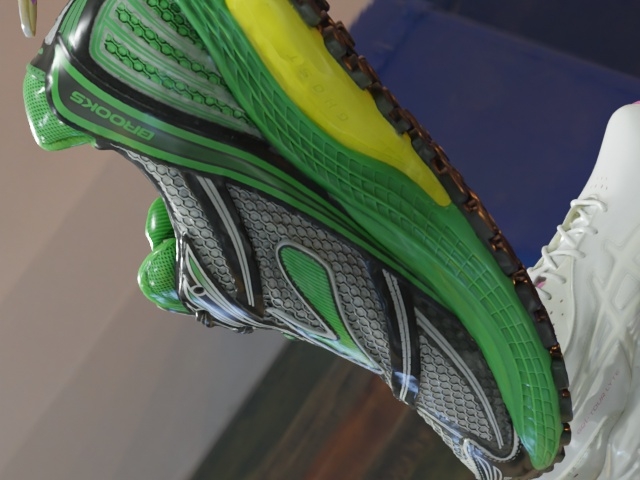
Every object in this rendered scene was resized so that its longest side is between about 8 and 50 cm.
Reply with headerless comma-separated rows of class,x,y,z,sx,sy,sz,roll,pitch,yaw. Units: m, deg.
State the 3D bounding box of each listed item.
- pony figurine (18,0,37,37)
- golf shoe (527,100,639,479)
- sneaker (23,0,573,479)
pony figurine,-0.255,-0.306,0.715,0.350,0.303,0.364,11,-75,-3
golf shoe,0.198,0.040,1.072,0.140,0.115,0.306,10,-93,-14
sneaker,0.000,0.000,0.685,0.146,0.134,0.343,-37,-67,9
